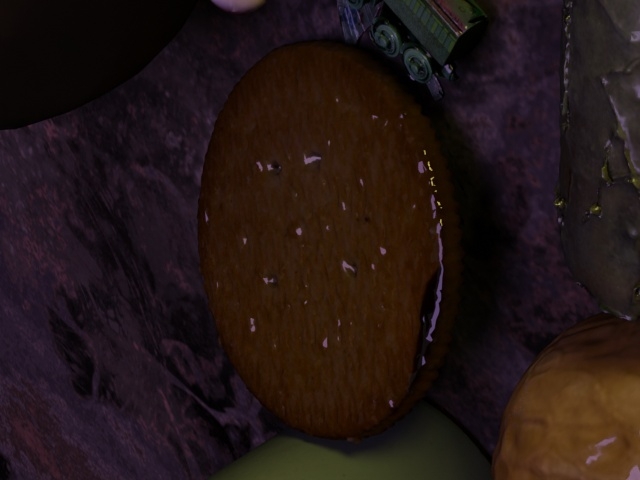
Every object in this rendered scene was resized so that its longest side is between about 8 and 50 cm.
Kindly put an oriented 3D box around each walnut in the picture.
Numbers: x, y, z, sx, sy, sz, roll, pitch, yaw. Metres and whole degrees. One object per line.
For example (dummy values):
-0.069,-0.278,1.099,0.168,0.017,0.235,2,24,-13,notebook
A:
0.205,0.129,0.710,0.221,0.195,0.195,0,110,53,walnut

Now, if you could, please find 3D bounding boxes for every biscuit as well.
0.000,0.000,0.969,0.305,0.038,0.305,8,100,50,biscuit

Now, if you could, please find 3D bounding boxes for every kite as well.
0.049,-0.167,0.888,0.153,0.005,0.137,56,144,11,kite

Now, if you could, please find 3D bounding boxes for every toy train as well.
0.048,-0.167,0.851,0.148,0.038,0.071,51,141,15,toy train

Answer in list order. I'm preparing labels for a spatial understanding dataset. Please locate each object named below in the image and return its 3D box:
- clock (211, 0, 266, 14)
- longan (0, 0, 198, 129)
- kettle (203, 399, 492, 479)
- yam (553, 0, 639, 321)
-0.019,-0.328,0.588,0.250,0.368,0.377,14,136,4,clock
-0.259,-0.271,0.950,0.404,0.336,0.405,-7,76,29,longan
-0.017,0.320,0.938,0.361,0.376,0.250,35,135,36,kettle
0.193,-0.119,0.596,0.168,0.168,0.304,24,128,43,yam
